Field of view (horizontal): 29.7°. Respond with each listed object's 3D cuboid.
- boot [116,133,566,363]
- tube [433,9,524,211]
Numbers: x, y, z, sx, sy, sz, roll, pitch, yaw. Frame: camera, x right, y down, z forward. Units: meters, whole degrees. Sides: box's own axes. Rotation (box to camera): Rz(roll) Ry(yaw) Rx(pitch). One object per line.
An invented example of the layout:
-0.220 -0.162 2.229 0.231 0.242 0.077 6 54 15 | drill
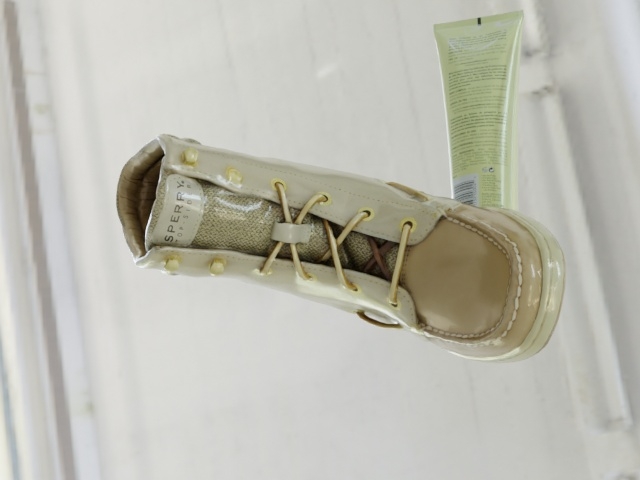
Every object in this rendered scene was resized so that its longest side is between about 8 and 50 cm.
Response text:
0.000 0.000 0.716 0.262 0.203 0.095 26 -77 61 | boot
0.158 -0.110 1.164 0.062 0.070 0.240 140 -47 -63 | tube
